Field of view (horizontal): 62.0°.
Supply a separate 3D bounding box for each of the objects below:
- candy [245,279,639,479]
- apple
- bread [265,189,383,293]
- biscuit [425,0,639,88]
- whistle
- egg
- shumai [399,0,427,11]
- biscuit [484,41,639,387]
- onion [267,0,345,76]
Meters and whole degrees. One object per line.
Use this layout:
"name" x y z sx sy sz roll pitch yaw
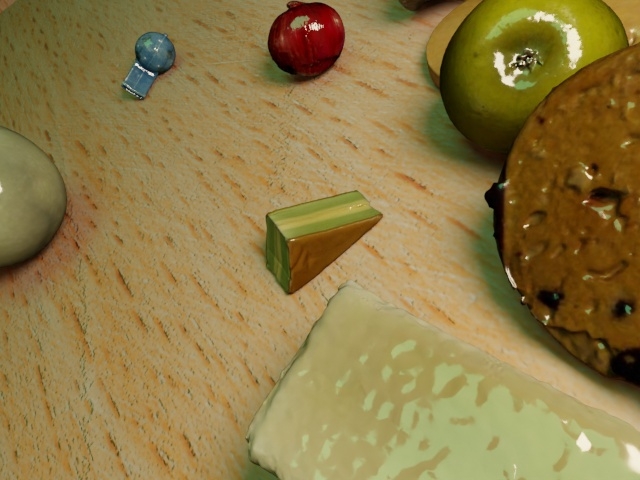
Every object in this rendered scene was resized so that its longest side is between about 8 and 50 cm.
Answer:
"candy" 0.103 0.179 0.416 0.320 0.135 0.179 25 72 39
"apple" 0.229 -0.188 0.586 0.196 0.157 0.196 4 99 24
"bread" 0.004 -0.002 0.686 0.139 0.084 0.074 -18 41 -26
"biscuit" 0.316 -0.300 0.714 0.354 0.052 0.275 -12 51 20
"whistle" -0.352 -0.380 1.114 0.090 0.090 0.158 -4 55 26
"egg" -0.587 -0.075 0.896 0.352 0.258 0.258 4 58 36
"shumai" 0.209 -0.425 0.798 0.120 0.201 0.201 40 80 17
"biscuit" 0.277 -0.016 0.425 0.296 0.075 0.296 7 99 47
"onion" -0.024 -0.332 0.875 0.131 0.131 0.131 -15 51 19
